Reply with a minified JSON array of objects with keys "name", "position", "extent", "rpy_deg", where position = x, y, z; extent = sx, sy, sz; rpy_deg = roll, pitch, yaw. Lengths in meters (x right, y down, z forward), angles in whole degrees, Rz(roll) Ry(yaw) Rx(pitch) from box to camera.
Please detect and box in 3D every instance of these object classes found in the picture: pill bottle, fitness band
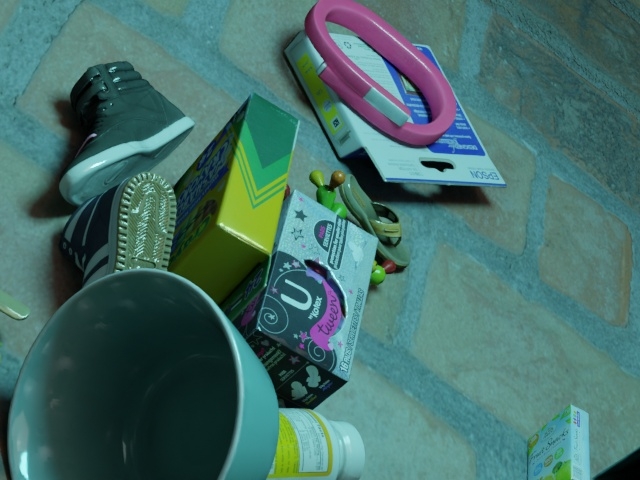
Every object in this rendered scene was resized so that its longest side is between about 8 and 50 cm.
[{"name":"pill bottle","position":[-0.052,0.256,1.785],"extent":[0.208,0.117,0.117],"rpy_deg":[5,51,-40]},{"name":"fitness band","position":[0.093,-0.269,2.391],"extent":[0.291,0.054,0.209],"rpy_deg":[40,34,-6]}]

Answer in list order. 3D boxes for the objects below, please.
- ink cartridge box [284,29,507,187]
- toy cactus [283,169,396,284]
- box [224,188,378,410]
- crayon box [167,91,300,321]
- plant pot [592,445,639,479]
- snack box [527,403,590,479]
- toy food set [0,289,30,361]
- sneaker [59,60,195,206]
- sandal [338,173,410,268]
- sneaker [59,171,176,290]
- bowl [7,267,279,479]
[{"name":"ink cartridge box","position":[0.124,-0.197,2.443],"extent":[0.304,0.072,0.307],"rpy_deg":[1,57,-45]},{"name":"toy cactus","position":[0.000,0.000,2.115],"extent":[0.219,0.112,0.180],"rpy_deg":[49,45,-8]},{"name":"box","position":[-0.041,0.087,1.907],"extent":[0.142,0.163,0.247],"rpy_deg":[30,45,-17]},{"name":"crayon box","position":[-0.131,-0.014,1.901],"extent":[0.083,0.203,0.323],"rpy_deg":[30,38,-18]},{"name":"plant pot","position":[0.555,0.368,2.228],"extent":[0.234,0.165,0.165],"rpy_deg":[0,54,-54]},{"name":"snack box","position":[0.333,0.313,2.113],"extent":[0.037,0.100,0.141],"rpy_deg":[31,39,-17]},{"name":"toy food set","position":[-0.416,0.113,1.653],"extent":[0.132,0.038,0.192],"rpy_deg":[34,42,-2]},{"name":"sneaker","position":[-0.291,-0.145,1.968],"extent":[0.147,0.104,0.296],"rpy_deg":[44,30,3]},{"name":"sandal","position":[0.088,-0.030,2.218],"extent":[0.180,0.049,0.072],"rpy_deg":[55,21,-24]},{"name":"sneaker","position":[-0.260,0.062,1.811],"extent":[0.099,0.153,0.282],"rpy_deg":[22,72,-31]},{"name":"bowl","position":[-0.167,0.198,1.621],"extent":[0.163,0.311,0.311],"rpy_deg":[25,36,-54]}]
